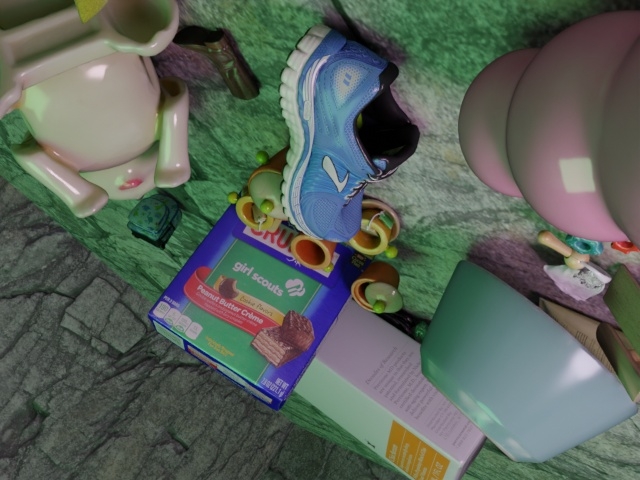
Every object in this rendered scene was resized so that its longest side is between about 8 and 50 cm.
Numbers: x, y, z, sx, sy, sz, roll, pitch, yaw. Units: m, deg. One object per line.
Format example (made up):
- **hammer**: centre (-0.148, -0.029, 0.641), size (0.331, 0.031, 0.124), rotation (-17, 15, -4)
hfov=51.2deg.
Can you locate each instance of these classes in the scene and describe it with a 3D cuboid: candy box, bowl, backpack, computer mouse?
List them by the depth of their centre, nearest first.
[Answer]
- **bowl**: centre (0.260, 0.189, 0.946), size (0.311, 0.163, 0.311), rotation (44, 179, 1)
- **candy box**: centre (-0.094, 0.087, 1.174), size (0.268, 0.317, 0.122), rotation (32, 157, 5)
- **computer mouse**: centre (0.135, 0.197, 1.432), size (0.184, 0.060, 0.262), rotation (30, 147, 24)
- **backpack**: centre (-0.389, -0.055, 1.588), size (0.105, 0.114, 0.084), rotation (24, 156, 18)

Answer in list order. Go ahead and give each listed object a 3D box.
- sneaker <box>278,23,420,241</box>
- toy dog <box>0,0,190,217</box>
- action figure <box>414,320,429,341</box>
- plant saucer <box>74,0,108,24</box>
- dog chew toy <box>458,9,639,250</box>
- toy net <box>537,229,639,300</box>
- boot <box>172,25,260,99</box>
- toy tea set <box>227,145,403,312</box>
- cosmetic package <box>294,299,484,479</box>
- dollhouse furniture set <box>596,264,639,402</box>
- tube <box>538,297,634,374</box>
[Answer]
- **sneaker**: centre (0.037, -0.098, 0.829), size (0.147, 0.129, 0.330), rotation (24, 149, 18)
- **toy dog**: centre (-0.348, -0.211, 0.976), size (0.395, 0.285, 0.408), rotation (51, 167, 22)
- **action figure**: centre (0.280, 0.232, 1.279), size (0.232, 0.063, 0.137), rotation (35, 160, 9)
- **plant saucer**: centre (-0.245, -0.362, 0.702), size (0.045, 0.188, 0.188), rotation (-4, 160, -9)
- **dog chew toy**: centre (0.239, -0.082, 0.505), size (0.332, 0.206, 0.206), rotation (18, 154, 53)
- **toy net**: centre (0.313, 0.000, 0.772), size (0.122, 0.045, 0.232), rotation (17, 154, 34)
- **boot**: centre (-0.145, -0.245, 0.941), size (0.106, 0.037, 0.114), rotation (21, 160, 36)
- **toy tea set**: centre (0.000, 0.000, 1.047), size (0.336, 0.124, 0.200), rotation (34, 137, -1)
- **cosmetic package**: centre (0.115, 0.293, 1.348), size (0.453, 0.161, 0.230), rotation (32, 149, 24)
- **dollhouse furniture set**: centre (0.432, 0.126, 0.817), size (0.151, 0.123, 0.144), rotation (2, 129, -11)
- **tube**: centre (0.416, 0.155, 0.935), size (0.240, 0.070, 0.062), rotation (25, -163, 32)
